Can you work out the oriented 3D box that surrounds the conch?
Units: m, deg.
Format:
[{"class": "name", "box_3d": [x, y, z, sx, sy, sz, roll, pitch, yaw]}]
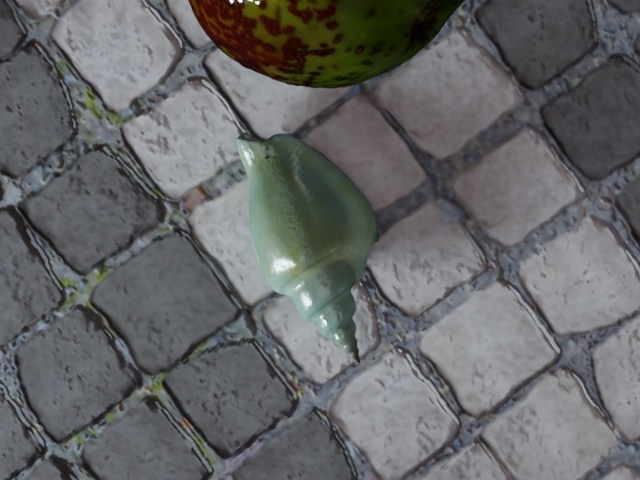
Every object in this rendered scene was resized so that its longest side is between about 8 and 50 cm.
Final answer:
[{"class": "conch", "box_3d": [-0.002, 0.001, 1.107, 0.088, 0.065, 0.180, -22, 90, 2]}]

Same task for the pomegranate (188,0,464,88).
[{"class": "pomegranate", "box_3d": [-0.017, -0.216, 1.020, 0.248, 0.214, 0.214, 38, 95, 17]}]
